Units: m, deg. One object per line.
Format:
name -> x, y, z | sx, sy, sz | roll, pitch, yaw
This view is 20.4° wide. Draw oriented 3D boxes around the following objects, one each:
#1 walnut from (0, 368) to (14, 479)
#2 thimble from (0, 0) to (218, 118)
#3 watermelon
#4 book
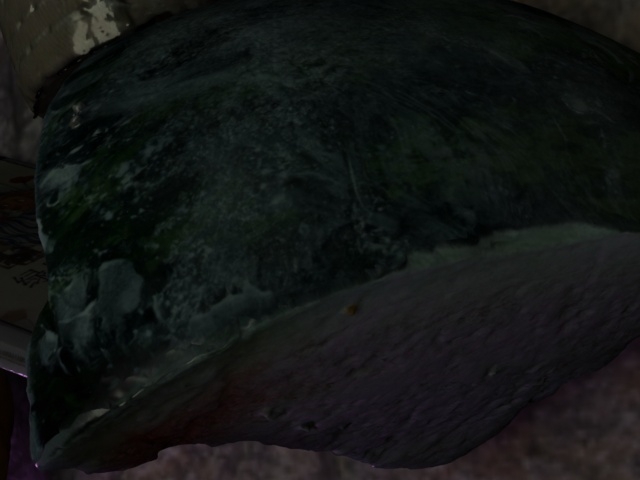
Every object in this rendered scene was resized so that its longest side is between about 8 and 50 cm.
walnut -> -0.267, 0.111, 0.930 | 0.221, 0.195, 0.195 | -38, 68, 33
thimble -> -0.106, -0.117, 0.871 | 0.115, 0.102, 0.090 | 128, 126, -63
watermelon -> 0.000, 0.000, 0.747 | 0.289, 0.320, 0.214 | 42, 150, 47
book -> -0.148, 0.005, 0.865 | 0.231, 0.157, 0.026 | 16, 118, 34
